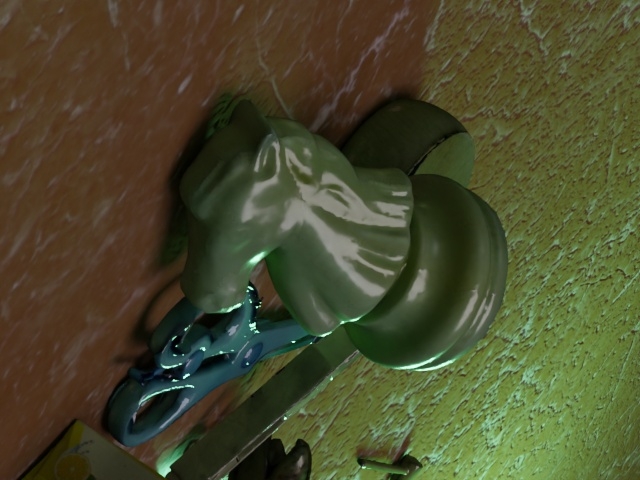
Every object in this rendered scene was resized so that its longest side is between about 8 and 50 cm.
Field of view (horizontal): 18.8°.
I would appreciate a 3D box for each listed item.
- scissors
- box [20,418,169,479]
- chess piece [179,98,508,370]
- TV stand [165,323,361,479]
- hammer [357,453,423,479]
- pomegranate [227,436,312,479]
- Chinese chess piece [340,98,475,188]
[{"bbox_3d":[-0.070,0.093,1.762,0.180,0.032,0.393,-55,162,19],"label":"scissors"},{"bbox_3d":[-0.162,0.284,1.662,0.097,0.168,0.265,-50,158,-24],"label":"box"},{"bbox_3d":[0.000,0.000,1.586,0.298,0.176,0.175,20,105,-40],"label":"chess piece"},{"bbox_3d":[-0.046,0.158,1.853,0.249,0.036,0.042,-40,164,-14],"label":"TV stand"},{"bbox_3d":[0.074,0.290,2.412,0.060,0.028,0.195,-51,157,5],"label":"hammer"},{"bbox_3d":[-0.093,0.343,1.886,0.242,0.242,0.306,-5,85,-65],"label":"pomegranate"},{"bbox_3d":[0.067,-0.041,1.813,0.188,0.083,0.188,-44,153,-30],"label":"Chinese chess piece"}]
